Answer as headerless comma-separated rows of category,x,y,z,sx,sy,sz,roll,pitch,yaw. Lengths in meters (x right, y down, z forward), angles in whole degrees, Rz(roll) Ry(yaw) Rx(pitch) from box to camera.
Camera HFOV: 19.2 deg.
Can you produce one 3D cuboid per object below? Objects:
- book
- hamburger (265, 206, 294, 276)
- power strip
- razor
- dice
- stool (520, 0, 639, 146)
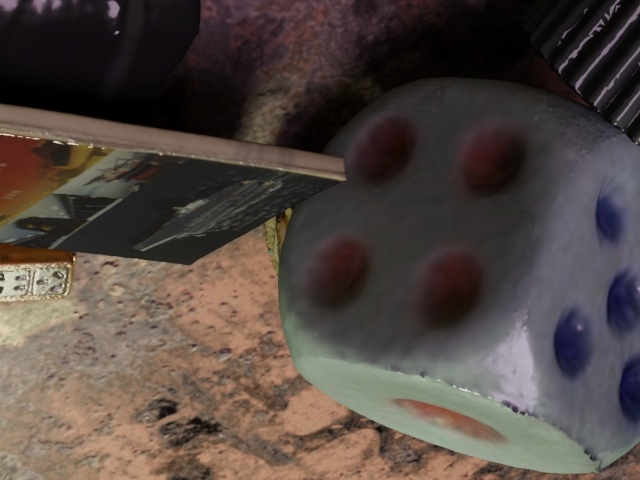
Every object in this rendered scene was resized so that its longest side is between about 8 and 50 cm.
book,-0.204,-0.042,1.491,0.374,0.028,0.262,7,161,-31
hamburger,0.006,0.001,1.690,0.102,0.087,0.176,-26,126,-25
power strip,-0.294,0.029,1.618,0.178,0.028,0.049,-2,130,-21
razor,-0.271,-0.161,1.401,0.349,0.113,0.204,7,129,-28
dice,0.144,0.032,1.579,0.265,0.268,0.262,35,68,-46
stool,0.373,-0.222,1.509,0.297,0.297,0.330,20,115,-35
